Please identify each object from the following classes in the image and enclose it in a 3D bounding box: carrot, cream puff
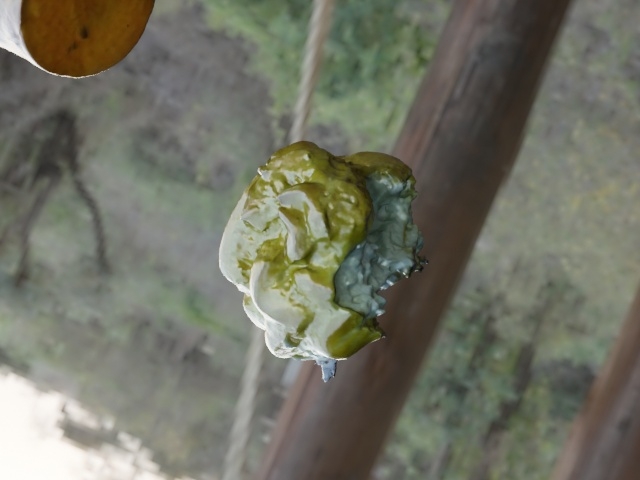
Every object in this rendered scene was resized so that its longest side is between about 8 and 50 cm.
[{"bbox_3d":[-0.234,-0.208,1.130,0.302,0.138,0.139,43,-174,38],"label":"carrot"},{"bbox_3d":[0.000,-0.001,1.132,0.121,0.156,0.156,1,162,29],"label":"cream puff"}]
